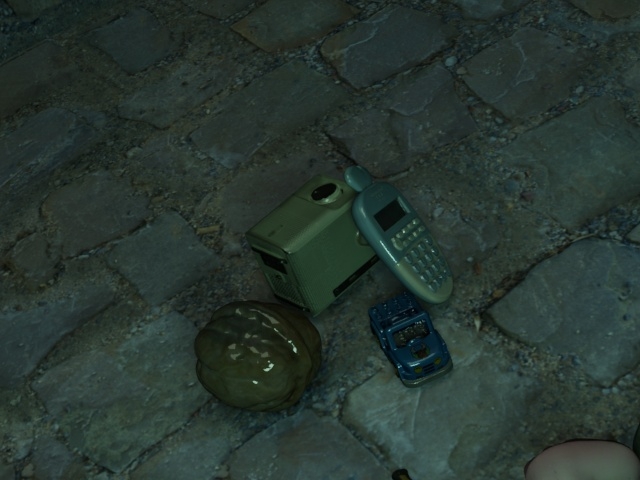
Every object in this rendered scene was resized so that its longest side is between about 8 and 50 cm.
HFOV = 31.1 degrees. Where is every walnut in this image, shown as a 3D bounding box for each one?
[{"bbox_3d":[-0.108,0.204,2.011,0.224,0.224,0.224,-10,41,9],"label":"walnut"}]

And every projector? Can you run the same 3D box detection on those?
[{"bbox_3d":[0.000,0.000,2.198,0.242,0.177,0.163,-39,38,-23],"label":"projector"}]

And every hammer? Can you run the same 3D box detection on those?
[{"bbox_3d":[0.174,0.425,1.791,0.078,0.021,0.201,-33,43,-17],"label":"hammer"}]

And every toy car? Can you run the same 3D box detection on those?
[{"bbox_3d":[0.152,0.162,2.028,0.097,0.100,0.191,-24,42,-6],"label":"toy car"}]

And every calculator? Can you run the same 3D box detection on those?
[{"bbox_3d":[0.142,-0.013,2.112,0.042,0.302,0.188,-39,-2,31],"label":"calculator"}]

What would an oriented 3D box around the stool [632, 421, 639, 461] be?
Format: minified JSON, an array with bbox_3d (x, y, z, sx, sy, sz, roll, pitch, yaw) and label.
[{"bbox_3d":[0.545,0.316,1.699,0.139,0.153,0.228,39,109,41],"label":"stool"}]

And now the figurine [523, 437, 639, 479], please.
[{"bbox_3d":[0.455,0.411,1.520,0.206,0.284,0.315,-44,26,4],"label":"figurine"}]
